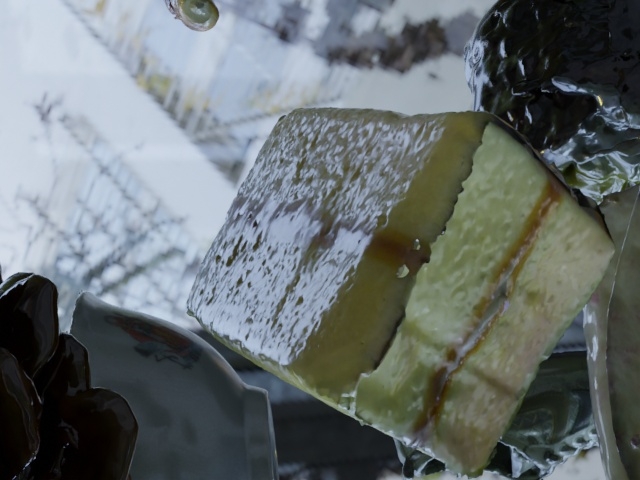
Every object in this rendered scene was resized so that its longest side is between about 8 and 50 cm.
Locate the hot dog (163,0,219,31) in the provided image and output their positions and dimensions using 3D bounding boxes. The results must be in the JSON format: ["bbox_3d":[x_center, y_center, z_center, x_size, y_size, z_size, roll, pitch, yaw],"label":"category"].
[{"bbox_3d":[-0.151,-0.272,1.726,0.066,0.047,0.215,56,-177,-29],"label":"hot dog"}]

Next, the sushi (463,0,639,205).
[{"bbox_3d":[0.305,-0.135,1.738,0.281,0.299,0.294,26,-132,-20],"label":"sushi"}]

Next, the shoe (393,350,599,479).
[{"bbox_3d":[0.185,0.155,1.379,0.275,0.103,0.098,-2,-112,-6],"label":"shoe"}]

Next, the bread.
[{"bbox_3d":[-0.002,-0.001,0.894,0.264,0.167,0.163,22,173,38],"label":"bread"}]

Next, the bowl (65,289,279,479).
[{"bbox_3d":[-0.116,0.206,1.395,0.157,0.345,0.345,-5,-139,0],"label":"bowl"}]

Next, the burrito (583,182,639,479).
[{"bbox_3d":[0.238,0.108,0.996,0.105,0.143,0.299,8,-111,-53],"label":"burrito"}]

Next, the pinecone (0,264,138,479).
[{"bbox_3d":[-0.277,0.195,0.914,0.398,0.397,0.397,16,-142,-13],"label":"pinecone"}]
